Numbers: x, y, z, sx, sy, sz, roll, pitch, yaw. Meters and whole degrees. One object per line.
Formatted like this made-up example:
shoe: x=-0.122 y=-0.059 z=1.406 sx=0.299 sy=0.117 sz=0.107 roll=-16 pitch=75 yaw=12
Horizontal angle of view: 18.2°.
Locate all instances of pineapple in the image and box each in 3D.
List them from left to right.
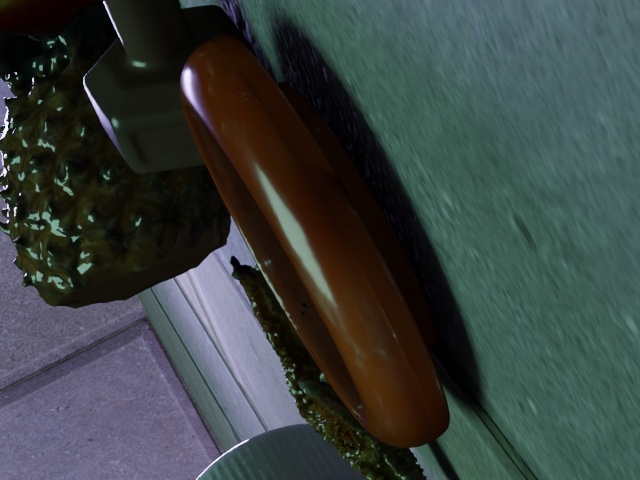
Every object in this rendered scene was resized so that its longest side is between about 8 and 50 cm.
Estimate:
pineapple: x=-0.174 y=-0.139 z=1.336 sx=0.165 sy=0.165 sz=0.365 roll=101 pitch=150 yaw=-78

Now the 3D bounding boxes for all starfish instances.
starfish: x=0.015 y=0.091 z=1.064 sx=0.240 sy=0.043 sz=0.227 roll=50 pitch=-176 yaw=30

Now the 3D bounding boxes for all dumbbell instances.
dumbbell: x=-0.092 y=-0.133 z=0.945 sx=0.082 sy=0.092 sz=0.231 roll=-84 pitch=-18 yaw=-44

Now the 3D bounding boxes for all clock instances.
clock: x=0.000 y=0.000 z=0.896 sx=0.205 sy=0.051 sz=0.205 roll=60 pitch=175 yaw=10

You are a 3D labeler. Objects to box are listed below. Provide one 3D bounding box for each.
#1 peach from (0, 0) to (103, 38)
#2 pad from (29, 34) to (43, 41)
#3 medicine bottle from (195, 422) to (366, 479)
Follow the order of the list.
peach: x=-0.142 y=-0.150 z=0.331 sx=0.258 sy=0.361 sz=0.201 roll=106 pitch=153 yaw=-73
pad: x=-0.226 y=-0.225 z=1.164 sx=0.211 sy=0.003 sz=0.143 roll=33 pitch=-125 yaw=-36
medicine bottle: x=0.022 y=0.246 z=1.182 sx=0.273 sy=0.165 sz=0.165 roll=56 pitch=170 yaw=48
